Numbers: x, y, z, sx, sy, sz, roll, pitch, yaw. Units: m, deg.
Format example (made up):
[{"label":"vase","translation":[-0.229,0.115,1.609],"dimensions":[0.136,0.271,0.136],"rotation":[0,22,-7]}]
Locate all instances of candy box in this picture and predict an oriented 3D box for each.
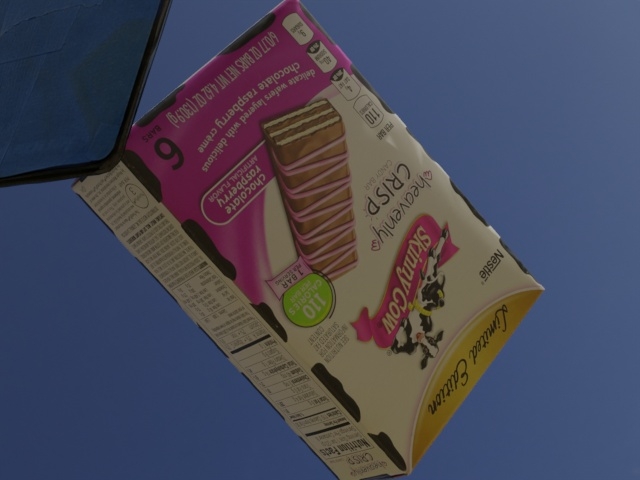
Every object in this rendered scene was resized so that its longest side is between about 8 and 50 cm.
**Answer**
[{"label":"candy box","translation":[0.000,0.000,0.613],"dimensions":[0.233,0.071,0.159],"rotation":[49,-123,-9]}]

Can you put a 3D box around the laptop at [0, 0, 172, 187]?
[{"label":"laptop","translation":[-0.247,-0.247,0.519],"dimensions":[0.236,0.382,0.408],"rotation":[-48,-54,-49]}]
